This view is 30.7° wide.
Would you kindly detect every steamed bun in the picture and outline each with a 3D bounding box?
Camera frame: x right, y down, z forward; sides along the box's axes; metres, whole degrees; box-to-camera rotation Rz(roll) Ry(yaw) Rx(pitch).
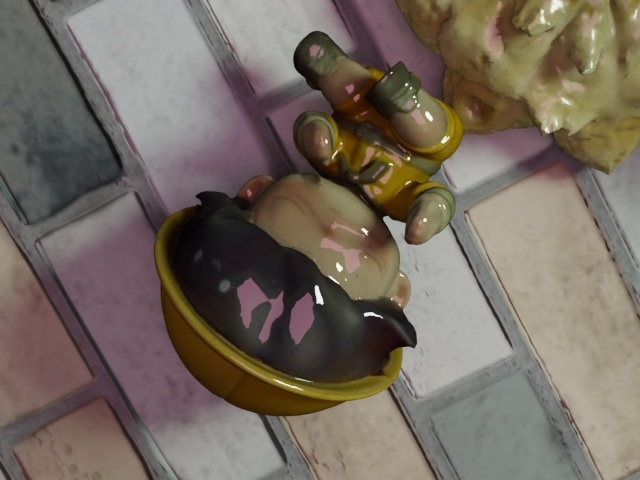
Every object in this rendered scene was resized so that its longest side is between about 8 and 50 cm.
[{"bbox_3d":[0.188,-0.186,0.801,0.292,0.137,0.295,40,95,-10],"label":"steamed bun"}]

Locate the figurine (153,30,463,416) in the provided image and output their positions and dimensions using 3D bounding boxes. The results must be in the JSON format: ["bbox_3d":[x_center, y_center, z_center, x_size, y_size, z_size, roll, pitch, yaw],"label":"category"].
[{"bbox_3d":[0.001,0.001,0.811,0.192,0.167,0.257,36,88,19],"label":"figurine"}]
